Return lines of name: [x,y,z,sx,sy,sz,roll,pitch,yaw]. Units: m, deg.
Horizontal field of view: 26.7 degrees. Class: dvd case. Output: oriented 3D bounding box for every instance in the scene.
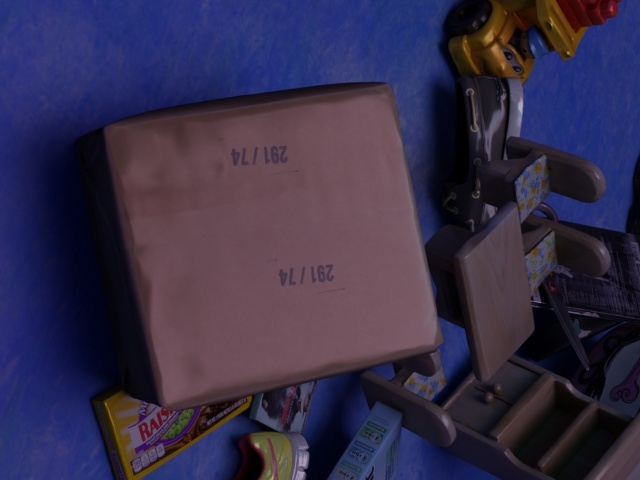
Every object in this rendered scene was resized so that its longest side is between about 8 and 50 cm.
dvd case: [0.393,0.043,2.020,0.221,0.018,0.165,10,52,-18]
dvd case: [-0.044,0.193,1.650,0.119,0.013,0.087,42,59,-56]

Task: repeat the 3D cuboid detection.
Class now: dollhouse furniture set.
dollhouse furniture set: [0.267,0.143,1.744,0.362,0.256,0.394,-42,137,-29]

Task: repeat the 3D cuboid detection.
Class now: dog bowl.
dog bowl: [0.494,0.307,2.092,0.408,0.150,0.408,-27,127,-42]

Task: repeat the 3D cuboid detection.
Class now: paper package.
paper package: [-0.065,0.001,1.429,0.324,0.168,0.310,-12,92,-19]

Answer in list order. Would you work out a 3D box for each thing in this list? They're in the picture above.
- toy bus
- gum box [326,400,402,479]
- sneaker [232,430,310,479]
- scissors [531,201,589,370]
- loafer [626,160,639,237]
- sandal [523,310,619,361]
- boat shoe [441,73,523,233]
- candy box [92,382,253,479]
toy bus: [0.315,-0.314,1.920,0.149,0.211,0.220,51,56,-36]
gum box: [0.041,0.317,1.689,0.184,0.041,0.157,-55,158,-33]
sneaker: [-0.081,0.321,1.590,0.094,0.081,0.209,21,69,-37]
scissors: [0.317,0.052,1.954,0.109,0.021,0.297,12,54,-26]
loafer: [0.573,-0.078,2.310,0.062,0.061,0.170,22,73,-44]
sandal: [0.475,0.072,2.144,0.445,0.167,0.107,-17,77,-45]
boat shoe: [0.217,-0.082,1.899,0.091,0.109,0.305,5,100,-8]
candy box: [-0.163,0.183,1.528,0.206,0.027,0.105,-30,109,-44]
